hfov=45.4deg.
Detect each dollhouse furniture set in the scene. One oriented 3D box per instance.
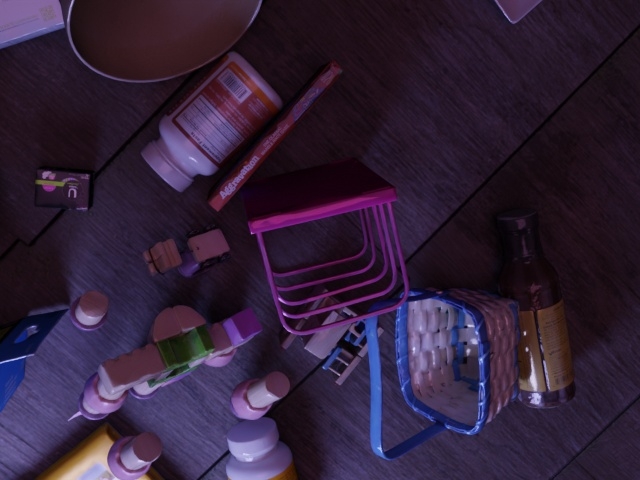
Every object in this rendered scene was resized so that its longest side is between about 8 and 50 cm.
[{"bbox_3d":[0.021,0.172,1.257,0.129,0.183,0.129,36,97,-12],"label":"dollhouse furniture set"}]

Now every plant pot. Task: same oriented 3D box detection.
[{"bbox_3d":[-0.248,-0.393,1.092,0.284,0.284,0.190,-27,68,-2],"label":"plant pot"}]

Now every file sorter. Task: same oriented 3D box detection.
[{"bbox_3d":[0.000,0.000,1.171,0.202,0.290,0.182,-14,106,-5],"label":"file sorter"}]

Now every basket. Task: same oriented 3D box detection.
[{"bbox_3d":[0.192,0.204,1.259,0.289,0.201,0.254,-11,105,-41],"label":"basket"}]

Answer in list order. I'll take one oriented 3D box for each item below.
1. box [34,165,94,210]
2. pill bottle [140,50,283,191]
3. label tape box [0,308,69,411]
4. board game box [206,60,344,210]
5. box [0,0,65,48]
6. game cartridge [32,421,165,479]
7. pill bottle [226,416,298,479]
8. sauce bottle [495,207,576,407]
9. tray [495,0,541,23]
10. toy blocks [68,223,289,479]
[{"bbox_3d":[-0.407,-0.083,1.218,0.083,0.052,0.062,4,100,-10],"label":"box"},{"bbox_3d":[-0.172,-0.181,1.196,0.216,0.121,0.121,-43,103,3],"label":"pill bottle"},{"bbox_3d":[-0.555,0.230,1.157,0.348,0.249,0.115,-17,103,-4],"label":"label tape box"},{"bbox_3d":[-0.075,-0.166,1.199,0.027,0.145,0.281,42,93,-11],"label":"board game box"},{"bbox_3d":[-0.519,-0.427,1.076,0.233,0.058,0.321,-19,105,-2],"label":"box"},{"bbox_3d":[-0.404,0.520,1.338,0.324,0.052,0.285,-40,103,0],"label":"game cartridge"},{"bbox_3d":[-0.098,0.420,1.326,0.118,0.117,0.208,-14,103,-5],"label":"pill bottle"},{"bbox_3d":[0.371,0.116,1.333,0.112,0.111,0.344,-12,103,-5],"label":"sauce bottle"},{"bbox_3d":[0.372,-0.497,1.253,0.270,0.030,0.145,-41,103,2],"label":"tray"},{"bbox_3d":[-0.255,0.190,1.230,0.289,0.260,0.308,-20,78,-32],"label":"toy blocks"}]
